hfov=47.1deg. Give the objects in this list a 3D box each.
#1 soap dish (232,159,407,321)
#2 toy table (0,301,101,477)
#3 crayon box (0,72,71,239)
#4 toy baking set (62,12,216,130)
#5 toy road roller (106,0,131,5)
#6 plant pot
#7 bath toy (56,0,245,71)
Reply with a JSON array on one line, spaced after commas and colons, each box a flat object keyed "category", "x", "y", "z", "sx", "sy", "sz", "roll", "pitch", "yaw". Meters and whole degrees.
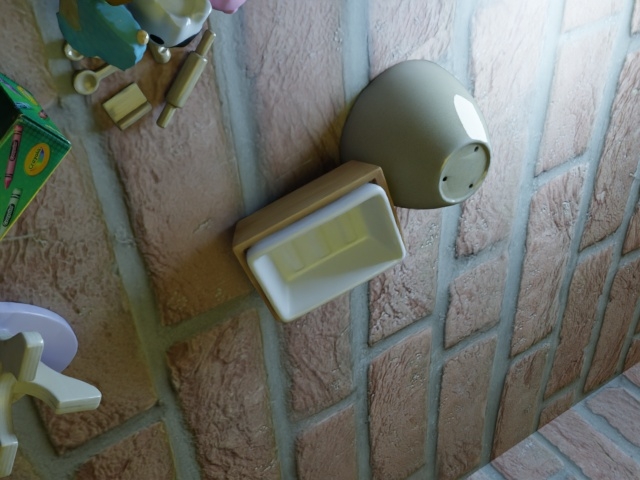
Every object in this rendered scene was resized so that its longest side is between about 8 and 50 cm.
[{"category": "soap dish", "x": 0.000, "y": 0.000, "z": 1.344, "sx": 0.290, "sy": 0.118, "sz": 0.229, "roll": -29, "pitch": 136, "yaw": -3}, {"category": "toy table", "x": -0.483, "y": 0.210, "z": 1.106, "sx": 0.274, "sy": 0.161, "sz": 0.252, "roll": -10, "pitch": 127, "yaw": -35}, {"category": "crayon box", "x": -0.448, "y": -0.063, "z": 0.921, "sx": 0.278, "sy": 0.165, "sz": 0.081, "roll": -51, "pitch": 138, "yaw": 4}, {"category": "toy baking set", "x": -0.242, "y": -0.275, "z": 1.033, "sx": 0.196, "sy": 0.030, "sz": 0.256, "roll": 26, "pitch": 102, "yaw": -47}, {"category": "toy road roller", "x": -0.178, "y": -0.431, "z": 0.744, "sx": 0.240, "sy": 0.330, "sz": 0.202, "roll": -10, "pitch": 146, "yaw": 27}, {"category": "plant pot", "x": 0.205, "y": -0.168, "z": 1.365, "sx": 0.284, "sy": 0.191, "sz": 0.284, "roll": -21, "pitch": 131, "yaw": -26}, {"category": "bath toy", "x": -0.165, "y": -0.341, "z": 0.955, "sx": 0.348, "sy": 0.129, "sz": 0.151, "roll": -38, "pitch": 100, "yaw": -32}]
